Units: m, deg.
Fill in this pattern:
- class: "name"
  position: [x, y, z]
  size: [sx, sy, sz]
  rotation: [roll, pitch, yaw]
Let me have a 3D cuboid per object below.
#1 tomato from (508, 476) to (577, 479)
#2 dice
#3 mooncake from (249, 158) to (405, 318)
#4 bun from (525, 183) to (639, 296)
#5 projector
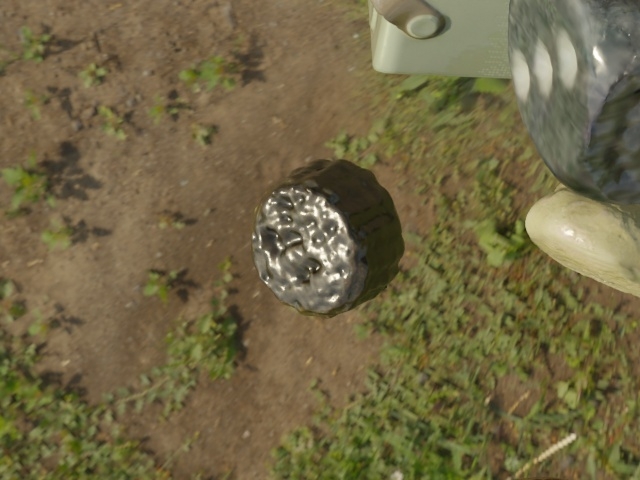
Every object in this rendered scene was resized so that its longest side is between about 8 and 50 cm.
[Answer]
- class: "tomato"
  position: [0.146, 0.256, 0.685]
  size: [0.232, 0.189, 0.232]
  rotation: [2, 95, 27]
- class: "dice"
  position: [0.254, -0.148, 0.896]
  size: [0.182, 0.183, 0.182]
  rotation: [-10, 138, -9]
- class: "mooncake"
  position: [0.000, 0.000, 1.689]
  size: [0.228, 0.124, 0.228]
  rotation: [13, 115, 30]
- class: "bun"
  position: [0.356, -0.005, 1.364]
  size: [0.210, 0.237, 0.116]
  rotation: [24, 90, 34]
- class: "projector"
  position: [0.147, -0.268, 1.162]
  size: [0.243, 0.163, 0.177]
  rotation: [2, 144, -7]
